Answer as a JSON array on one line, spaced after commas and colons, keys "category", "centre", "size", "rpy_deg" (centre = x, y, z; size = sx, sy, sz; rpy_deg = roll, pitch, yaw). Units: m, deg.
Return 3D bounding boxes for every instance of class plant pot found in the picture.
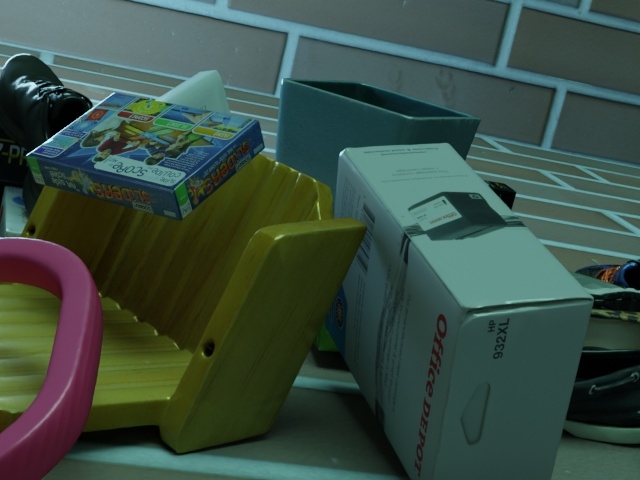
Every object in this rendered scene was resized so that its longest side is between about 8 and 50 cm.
[{"category": "plant pot", "centre": [0.073, -0.109, 1.841], "size": [0.248, 0.252, 0.247], "rpy_deg": [21, 15, 29]}]

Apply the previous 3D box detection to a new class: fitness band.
[{"category": "fitness band", "centre": [-0.278, 0.097, 0.892], "size": [0.209, 0.054, 0.291], "rpy_deg": [-10, 36, 3]}]

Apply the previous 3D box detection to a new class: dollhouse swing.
[{"category": "dollhouse swing", "centre": [-0.219, 0.012, 1.091], "size": [0.347, 0.315, 0.305], "rpy_deg": [27, 2, 43]}]

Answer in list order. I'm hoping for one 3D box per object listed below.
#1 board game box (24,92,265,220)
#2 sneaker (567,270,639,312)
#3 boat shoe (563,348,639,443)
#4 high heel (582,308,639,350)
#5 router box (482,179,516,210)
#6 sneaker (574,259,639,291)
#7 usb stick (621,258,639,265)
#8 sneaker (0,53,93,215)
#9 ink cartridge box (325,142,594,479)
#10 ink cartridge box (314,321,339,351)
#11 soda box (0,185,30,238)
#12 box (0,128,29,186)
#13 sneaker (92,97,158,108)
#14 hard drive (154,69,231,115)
[{"category": "board game box", "centre": [-0.175, -0.088, 1.136], "size": [0.201, 0.035, 0.136], "rpy_deg": [15, 43, 34]}, {"category": "sneaker", "centre": [0.359, 0.089, 1.681], "size": [0.271, 0.100, 0.108], "rpy_deg": [17, 4, -10]}, {"category": "boat shoe", "centre": [0.228, 0.145, 1.278], "size": [0.340, 0.113, 0.127], "rpy_deg": [11, 15, -7]}, {"category": "high heel", "centre": [0.361, 0.129, 1.427], "size": [0.186, 0.093, 0.261], "rpy_deg": [4, 6, 30]}, {"category": "router box", "centre": [0.204, -0.004, 1.701], "size": [0.133, 0.179, 0.046], "rpy_deg": [8, 17, -20]}, {"category": "sneaker", "centre": [0.477, 0.063, 1.770], "size": [0.221, 0.083, 0.087], "rpy_deg": [2, -30, 50]}, {"category": "usb stick", "centre": [0.554, 0.037, 1.825], "size": [0.077, 0.045, 0.278], "rpy_deg": [-14, -9, -43]}, {"category": "sneaker", "centre": [-0.332, -0.152, 1.431], "size": [0.109, 0.130, 0.286], "rpy_deg": [-4, 47, -32]}, {"category": "ink cartridge box", "centre": [0.116, 0.071, 1.096], "size": [0.129, 0.223, 0.307], "rpy_deg": [-5, 31, -18]}, {"category": "ink cartridge box", "centre": [0.070, 0.065, 1.431], "size": [0.189, 0.097, 0.255], "rpy_deg": [3, 8, -10]}, {"category": "soda box", "centre": [-0.364, -0.007, 1.431], "size": [0.074, 0.069, 0.216], "rpy_deg": [8, 14, -18]}, {"category": "box", "centre": [-0.439, -0.123, 1.651], "size": [0.395, 0.097, 0.318], "rpy_deg": [7, 0, -21]}, {"category": "sneaker", "centre": [-0.317, -0.217, 2.139], "size": [0.147, 0.145, 0.385], "rpy_deg": [22, 15, 31]}, {"category": "hard drive", "centre": [-0.185, -0.080, 1.468], "size": [0.040, 0.203, 0.307], "rpy_deg": [-4, 22, 24]}]
